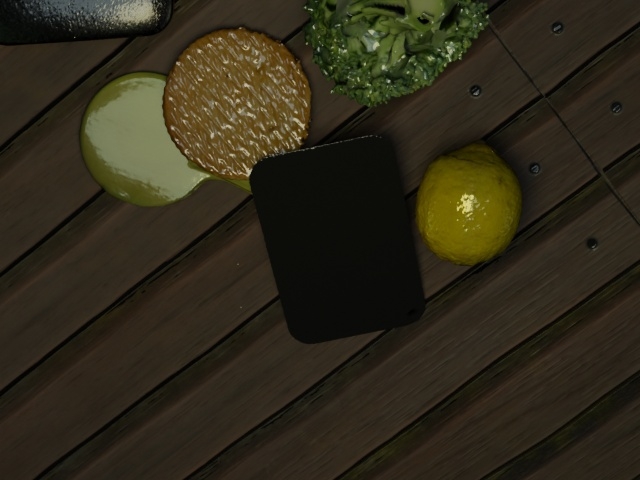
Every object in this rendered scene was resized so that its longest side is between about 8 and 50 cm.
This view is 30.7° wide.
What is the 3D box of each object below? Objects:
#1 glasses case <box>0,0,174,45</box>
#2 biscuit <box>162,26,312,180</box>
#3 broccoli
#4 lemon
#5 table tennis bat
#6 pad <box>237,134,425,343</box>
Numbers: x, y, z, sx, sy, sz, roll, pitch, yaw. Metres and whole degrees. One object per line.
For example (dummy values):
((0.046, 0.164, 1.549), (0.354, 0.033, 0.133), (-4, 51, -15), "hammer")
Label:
((-0.398, -0.384, 1.890), (0.321, 0.082, 0.122), (-4, 105, 2), "glasses case")
((-0.137, -0.224, 1.919), (0.254, 0.035, 0.254), (0, 90, -4), "biscuit")
((0.139, -0.379, 1.784), (0.249, 0.302, 0.375), (9, 103, -40), "broccoli")
((0.240, -0.057, 1.907), (0.180, 0.180, 0.193), (26, 125, -4), "lemon")
((-0.226, -0.148, 1.963), (0.368, 0.054, 0.224), (18, 100, 1), "table tennis bat")
((-0.001, 0.000, 1.988), (0.315, 0.063, 0.375), (-11, 118, 2), "pad")
